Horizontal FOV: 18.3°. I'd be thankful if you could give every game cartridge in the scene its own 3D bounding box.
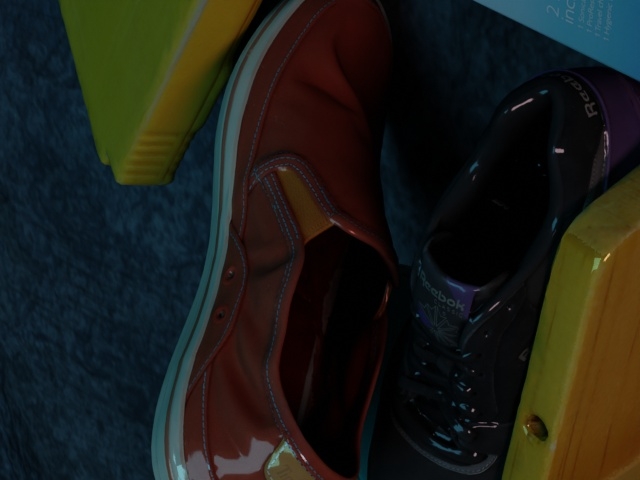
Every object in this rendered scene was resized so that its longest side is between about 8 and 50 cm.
[{"bbox_3d":[-0.091,-0.229,1.168,0.323,0.053,0.285,121,140,-50],"label":"game cartridge"}]

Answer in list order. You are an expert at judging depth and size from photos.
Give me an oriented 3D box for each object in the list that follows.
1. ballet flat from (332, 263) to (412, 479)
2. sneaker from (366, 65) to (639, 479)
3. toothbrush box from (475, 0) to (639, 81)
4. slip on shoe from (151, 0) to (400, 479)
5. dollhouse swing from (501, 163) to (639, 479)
[{"bbox_3d":[0.105,0.201,1.122,0.400,0.139,0.139,57,143,17],"label":"ballet flat"},{"bbox_3d":[0.072,0.038,0.990,0.107,0.124,0.283,33,110,30],"label":"sneaker"},{"bbox_3d":[0.142,-0.172,0.796,0.295,0.216,0.126,33,131,40],"label":"toothbrush box"},{"bbox_3d":[0.000,0.000,1.060,0.101,0.123,0.331,-10,53,34],"label":"slip on shoe"},{"bbox_3d":[0.177,0.162,0.834,0.347,0.305,0.315,40,136,37],"label":"dollhouse swing"}]
